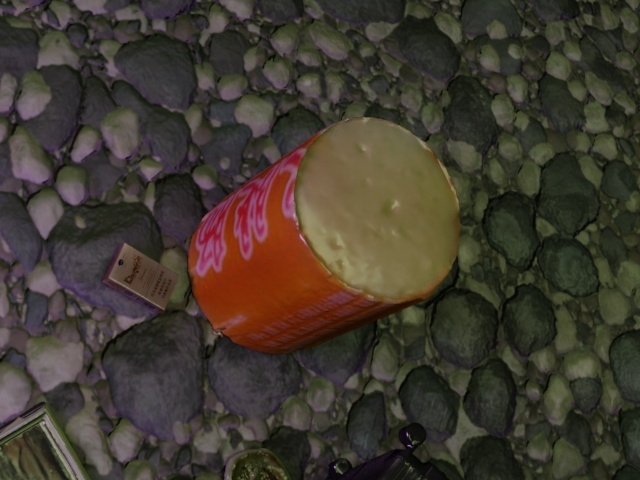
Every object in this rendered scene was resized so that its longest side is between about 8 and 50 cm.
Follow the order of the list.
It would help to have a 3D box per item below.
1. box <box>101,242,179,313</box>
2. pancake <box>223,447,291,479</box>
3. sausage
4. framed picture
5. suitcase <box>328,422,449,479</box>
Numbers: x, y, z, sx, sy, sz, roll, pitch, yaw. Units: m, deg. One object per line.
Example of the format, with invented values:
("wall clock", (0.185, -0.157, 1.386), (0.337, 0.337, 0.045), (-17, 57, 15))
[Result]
("box", (-0.219, 0.047, 1.629), (0.083, 0.024, 0.053), (32, 59, -18))
("pancake", (-0.078, 0.306, 1.636), (0.108, 0.017, 0.108), (12, 68, -33))
("sausage", (0.000, 0.000, 1.622), (0.233, 0.287, 0.233), (11, 68, -30))
("framed picture", (-0.320, 0.333, 1.476), (0.197, 0.014, 0.252), (-31, 92, -35))
("suitcase", (0.016, 0.395, 1.537), (0.152, 0.229, 0.335), (46, 57, -2))
